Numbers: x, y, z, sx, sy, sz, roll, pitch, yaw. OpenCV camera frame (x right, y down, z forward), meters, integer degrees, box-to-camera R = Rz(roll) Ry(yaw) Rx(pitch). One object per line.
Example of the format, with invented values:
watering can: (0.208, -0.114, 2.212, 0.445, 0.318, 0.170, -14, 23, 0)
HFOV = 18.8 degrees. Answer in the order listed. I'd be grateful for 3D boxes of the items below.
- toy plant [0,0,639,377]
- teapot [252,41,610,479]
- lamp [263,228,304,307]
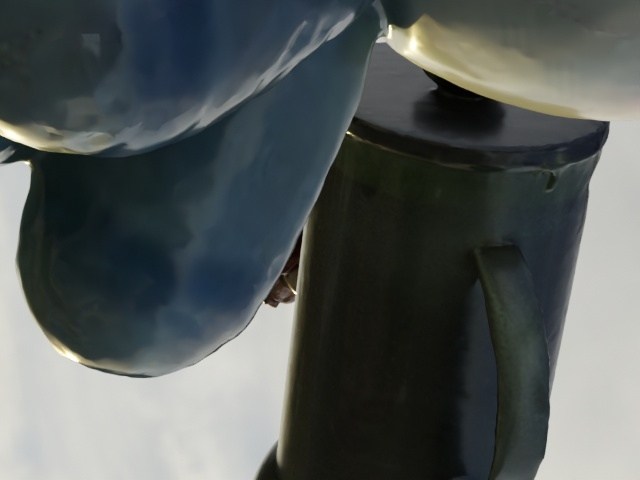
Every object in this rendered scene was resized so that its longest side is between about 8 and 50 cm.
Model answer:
toy plant: (-0.032, -0.098, 0.583, 0.247, 0.332, 0.247, 158, -90, -82)
teapot: (0.075, 0.048, 1.179, 0.270, 0.200, 0.337, -119, -148, -60)
lamp: (0.000, 0.000, 1.527, 0.253, 0.118, 0.118, -7, -89, 45)
